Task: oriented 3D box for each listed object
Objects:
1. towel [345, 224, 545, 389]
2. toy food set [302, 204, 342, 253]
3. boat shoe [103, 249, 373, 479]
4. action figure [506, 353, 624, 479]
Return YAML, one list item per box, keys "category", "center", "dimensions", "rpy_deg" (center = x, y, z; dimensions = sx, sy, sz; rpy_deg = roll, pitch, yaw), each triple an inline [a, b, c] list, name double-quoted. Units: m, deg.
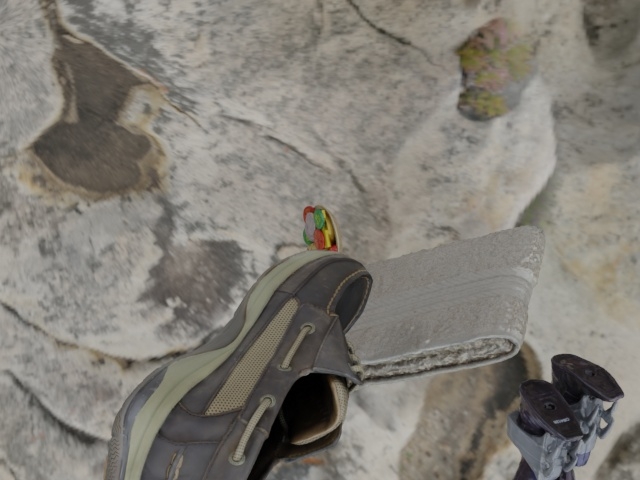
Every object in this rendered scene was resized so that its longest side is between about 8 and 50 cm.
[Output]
- category: "towel"
  center: [0.106, 0.075, 1.138]
  dimensions: [0.049, 0.282, 0.187]
  rpy_deg: [54, 38, -26]
- category: "toy food set"
  center: [0.000, 0.000, 1.143]
  dimensions: [0.020, 0.083, 0.083]
  rpy_deg: [-9, 85, -22]
- category: "boat shoe"
  center: [-0.033, 0.127, 0.874]
  dimensions: [0.130, 0.355, 0.132]
  rpy_deg: [25, 127, 18]
- category: "action figure"
  center: [0.200, 0.251, 0.963]
  dimensions: [0.185, 0.099, 0.285]
  rpy_deg: [-15, 126, -31]
